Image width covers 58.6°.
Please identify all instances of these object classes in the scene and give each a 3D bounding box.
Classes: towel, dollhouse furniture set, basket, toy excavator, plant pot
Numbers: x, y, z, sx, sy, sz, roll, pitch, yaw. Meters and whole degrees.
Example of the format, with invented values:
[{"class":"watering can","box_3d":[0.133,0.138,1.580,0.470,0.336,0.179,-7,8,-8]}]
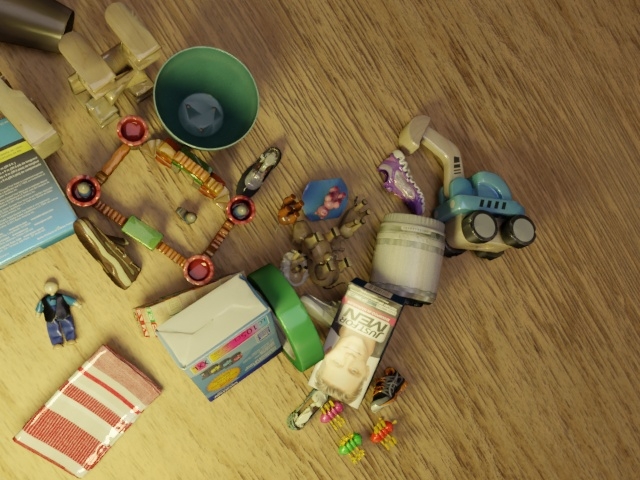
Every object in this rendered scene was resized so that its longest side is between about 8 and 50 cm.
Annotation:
[{"class":"towel","box_3d":[-0.633,0.477,1.579,0.329,0.037,0.237,-48,121,-13]},{"class":"dollhouse furniture set","box_3d":[-0.654,-0.440,1.483,0.394,0.362,0.256,-42,100,-16]},{"class":"basket","box_3d":[-0.810,-0.616,1.563,0.227,0.154,0.204,16,84,-20]},{"class":"toy excavator","box_3d":[0.477,-0.180,1.933,0.433,0.222,0.444,6,72,-17]},{"class":"plant pot","box_3d":[-0.339,-0.390,1.670,0.291,0.195,0.290,1,87,-17]}]

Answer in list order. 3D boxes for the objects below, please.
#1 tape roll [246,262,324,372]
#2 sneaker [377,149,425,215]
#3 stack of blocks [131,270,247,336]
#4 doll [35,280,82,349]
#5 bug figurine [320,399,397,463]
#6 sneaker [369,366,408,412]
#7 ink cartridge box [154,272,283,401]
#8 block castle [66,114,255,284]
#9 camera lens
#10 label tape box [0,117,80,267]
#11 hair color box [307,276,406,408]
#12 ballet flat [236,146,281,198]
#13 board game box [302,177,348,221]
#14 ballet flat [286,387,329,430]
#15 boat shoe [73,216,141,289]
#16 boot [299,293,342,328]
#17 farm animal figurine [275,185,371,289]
[{"class":"tape roll","box_3d":[-0.103,0.222,1.647,0.077,0.321,0.321,-29,96,-14]},{"class":"sneaker","box_3d":[0.265,-0.179,1.909,0.105,0.095,0.236,-27,91,-10]},{"class":"stack of blocks","box_3d":[-0.368,0.181,1.644,0.297,0.171,0.087,-21,94,-35]},{"class":"doll","box_3d":[-0.732,0.204,1.597,0.129,0.046,0.188,-17,86,-8]},{"class":"bug figurine","box_3d":[0.114,0.565,1.828,0.216,0.072,0.279,-31,92,-23]},{"class":"sneaker","box_3d":[0.205,0.479,1.825,0.083,0.084,0.215,57,29,5]},{"class":"ink cartridge box","box_3d":[-0.262,0.292,1.606,0.270,0.395,0.151,-34,66,-15]},{"class":"block castle","box_3d":[-0.437,-0.111,1.618,0.453,0.213,0.303,37,77,-12]},{"class":"camera lens","box_3d":[0.278,0.067,1.827,0.220,0.219,0.274,13,84,-16]},{"class":"label tape box","box_3d":[-0.845,-0.128,1.546,0.249,0.115,0.347,-30,92,-17]},{"class":"hair color box","box_3d":[0.110,0.305,1.709,0.174,0.105,0.347,23,101,12]},{"class":"ballet flat","box_3d":[-0.191,-0.213,1.774,0.074,0.074,0.203,40,77,-12]},{"class":"board game box","box_3d":[0.009,-0.135,1.847,0.169,0.033,0.133,-10,111,-25]},{"class":"ballet flat","box_3d":[-0.026,0.524,1.792,0.070,0.070,0.188,46,76,-10]},{"class":"boat shoe","box_3d":[-0.588,0.020,1.593,0.095,0.095,0.257,-47,139,-28]},{"class":"boot","box_3d":[0.054,0.219,1.827,0.258,0.095,0.123,40,71,-20]},{"class":"farm animal figurine","box_3d":[0.000,0.000,1.762,0.331,0.172,0.326,6,64,-31]}]
